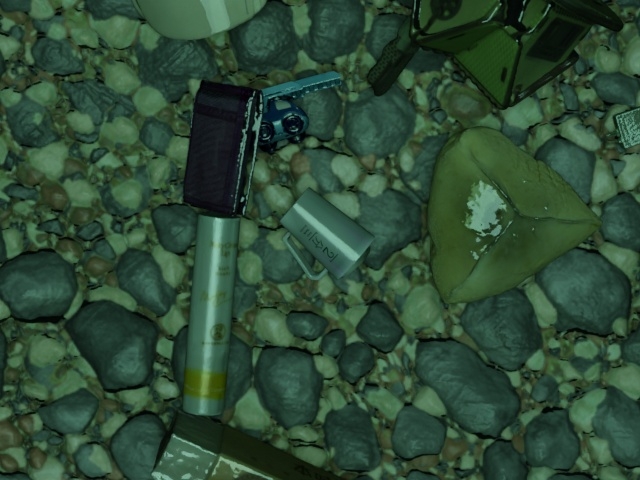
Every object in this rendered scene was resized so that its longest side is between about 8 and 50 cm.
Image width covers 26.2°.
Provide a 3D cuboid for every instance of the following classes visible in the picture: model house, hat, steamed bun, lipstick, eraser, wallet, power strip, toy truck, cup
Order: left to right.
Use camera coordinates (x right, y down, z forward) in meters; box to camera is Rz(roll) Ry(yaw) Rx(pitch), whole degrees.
[{"bbox_3d":[-0.173,-0.372,1.705,0.219,0.164,0.226,-19,76,1],"label":"hat"},{"bbox_3d":[-0.143,0.095,1.801,0.059,0.059,0.264,5,97,-3],"label":"lipstick"},{"bbox_3d":[-0.130,-0.119,1.761,0.111,0.030,0.166,13,97,39],"label":"wallet"},{"bbox_3d":[-0.049,0.331,1.792,0.343,0.144,0.078,26,97,-6],"label":"eraser"},{"bbox_3d":[-0.032,-0.166,1.776,0.136,0.063,0.074,-14,77,-2],"label":"toy truck"},{"bbox_3d":[0.000,0.000,1.797,0.116,0.074,0.104,40,122,-3],"label":"cup"},{"bbox_3d":[0.198,-0.244,1.718,0.279,0.205,0.218,-52,59,22],"label":"model house"},{"bbox_3d":[0.223,-0.040,1.777,0.231,0.110,0.212,-33,97,-1],"label":"steamed bun"},{"bbox_3d":[0.440,-0.159,1.814,0.136,0.019,0.051,-19,99,0],"label":"power strip"}]
